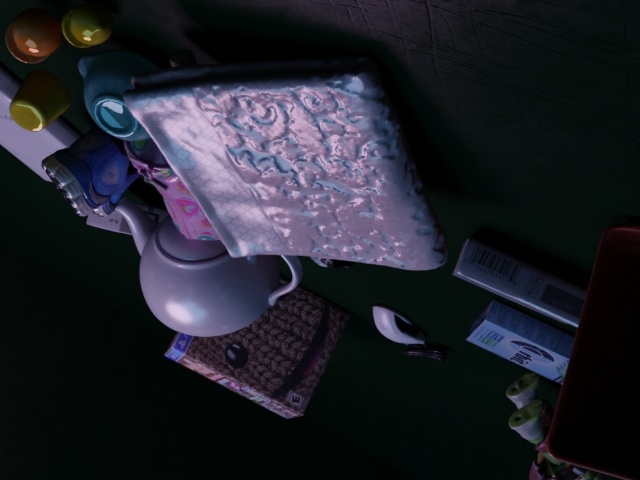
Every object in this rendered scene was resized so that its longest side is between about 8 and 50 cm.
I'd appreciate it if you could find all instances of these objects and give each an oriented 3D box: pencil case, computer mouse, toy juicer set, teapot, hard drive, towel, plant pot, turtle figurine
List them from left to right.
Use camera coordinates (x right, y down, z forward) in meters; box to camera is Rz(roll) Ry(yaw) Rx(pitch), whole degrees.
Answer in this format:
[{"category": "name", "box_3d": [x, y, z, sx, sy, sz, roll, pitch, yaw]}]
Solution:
[{"category": "hard drive", "box_3d": [-0.520, -0.199, 1.819, 0.233, 0.047, 0.353, 14, 159, 36]}, {"category": "toy juicer set", "box_3d": [-0.243, -0.209, 1.309, 0.329, 0.089, 0.209, 14, 135, 11]}, {"category": "pencil case", "box_3d": [-0.199, -0.097, 1.519, 0.124, 0.124, 0.284, 22, 164, 16]}, {"category": "teapot", "box_3d": [-0.185, 0.024, 1.720, 0.187, 0.256, 0.252, 85, 164, -44]}, {"category": "towel", "box_3d": [-0.033, -0.080, 1.235, 0.317, 0.053, 0.331, 2, 144, 26]}, {"category": "computer mouse", "box_3d": [0.157, 0.182, 1.967, 0.106, 0.042, 0.193, 9, 157, 47]}, {"category": "turtle figurine", "box_3d": [0.466, 0.353, 1.836, 0.266, 0.198, 0.275, 49, 146, -18]}, {"category": "plant pot", "box_3d": [0.445, 0.153, 1.116, 0.267, 0.267, 0.236, 9, 169, 45]}]

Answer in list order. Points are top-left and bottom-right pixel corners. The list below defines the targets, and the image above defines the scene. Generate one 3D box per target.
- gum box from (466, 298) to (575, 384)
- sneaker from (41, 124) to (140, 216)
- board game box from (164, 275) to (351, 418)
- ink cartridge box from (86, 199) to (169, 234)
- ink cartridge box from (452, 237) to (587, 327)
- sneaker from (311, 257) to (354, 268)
[{"category": "gum box", "box_3d": [0.336, 0.166, 1.651, 0.184, 0.041, 0.157, 26, 163, 5]}, {"category": "sneaker", "box_3d": [-0.319, -0.120, 1.600, 0.129, 0.147, 0.330, 56, 179, -10]}, {"category": "board game box", "box_3d": [-0.126, 0.188, 2.079, 0.291, 0.232, 0.141, 28, 163, -7]}, {"category": "ink cartridge box", "box_3d": [-0.357, -0.043, 1.922, 0.104, 0.060, 0.180, 12, 179, 42]}, {"category": "ink cartridge box", "box_3d": [0.278, 0.060, 1.440, 0.189, 0.066, 0.232, 24, -176, 7]}, {"category": "sneaker", "box_3d": [0.000, 0.000, 1.619, 0.075, 0.063, 0.170, 12, 164, 40]}]
